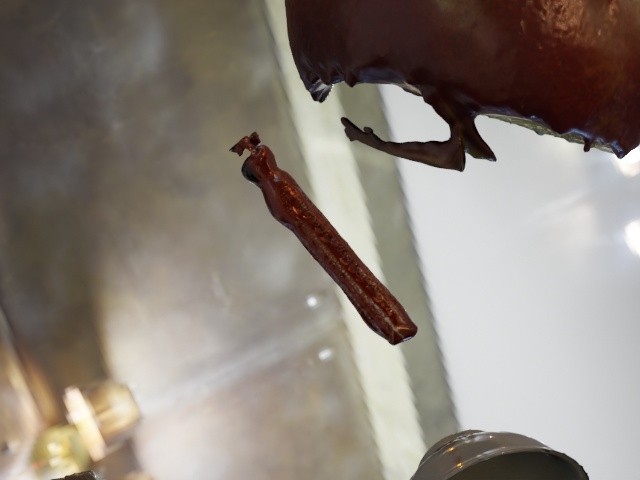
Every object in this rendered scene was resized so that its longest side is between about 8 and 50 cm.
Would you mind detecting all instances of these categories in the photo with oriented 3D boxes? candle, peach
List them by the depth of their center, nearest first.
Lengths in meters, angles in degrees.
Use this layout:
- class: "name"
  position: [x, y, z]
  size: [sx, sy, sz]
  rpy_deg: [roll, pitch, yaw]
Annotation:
- class: "peach"
  position: [0.150, -0.240, 1.481]
  size: [0.406, 0.335, 0.310]
  rpy_deg: [27, -68, 53]
- class: "candle"
  position: [0.000, 0.000, 1.895]
  size: [0.329, 0.051, 0.048]
  rpy_deg: [50, 7, 16]

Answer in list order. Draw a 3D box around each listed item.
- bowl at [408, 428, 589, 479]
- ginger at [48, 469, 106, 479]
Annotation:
- class: "bowl"
  position: [0.139, 0.226, 1.395]
  size: [0.086, 0.189, 0.189]
  rpy_deg: [-117, -161, -47]
- class: "ginger"
  position: [-0.341, 0.406, 1.989]
  size: [0.130, 0.275, 0.221]
  rpy_deg: [-36, -113, 40]
